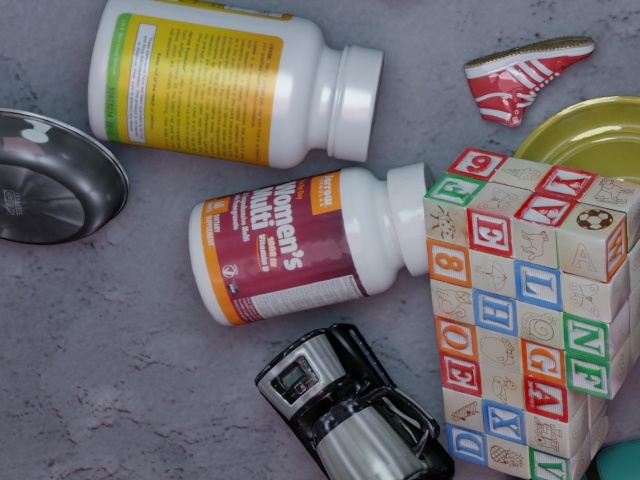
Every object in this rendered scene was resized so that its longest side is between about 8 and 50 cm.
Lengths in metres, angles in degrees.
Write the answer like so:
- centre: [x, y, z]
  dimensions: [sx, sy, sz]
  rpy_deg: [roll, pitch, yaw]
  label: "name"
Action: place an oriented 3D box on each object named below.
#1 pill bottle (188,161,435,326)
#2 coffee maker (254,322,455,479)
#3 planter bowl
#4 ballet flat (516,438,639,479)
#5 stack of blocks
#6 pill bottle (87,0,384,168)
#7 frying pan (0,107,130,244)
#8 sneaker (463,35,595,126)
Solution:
- centre: [0.000, 0.000, 1.545]
  dimensions: [0.221, 0.121, 0.121]
  rpy_deg: [-13, 108, 11]
  label: "pill bottle"
- centre: [0.032, 0.179, 1.595]
  dimensions: [0.120, 0.171, 0.178]
  rpy_deg: [-34, 72, -7]
  label: "coffee maker"
- centre: [0.270, -0.015, 1.526]
  dimensions: [0.217, 0.090, 0.217]
  rpy_deg: [2, 111, 6]
  label: "planter bowl"
- centre: [0.273, 0.241, 1.643]
  dimensions: [0.188, 0.070, 0.070]
  rpy_deg: [-14, 108, 14]
  label: "ballet flat"
- centre: [0.196, 0.078, 1.499]
  dimensions: [0.171, 0.087, 0.297]
  rpy_deg: [15, 131, 29]
  label: "stack of blocks"
- centre: [-0.072, -0.137, 1.494]
  dimensions: [0.246, 0.136, 0.136]
  rpy_deg: [9, 111, 3]
  label: "pill bottle"
- centre: [-0.331, -0.075, 1.527]
  dimensions: [0.326, 0.053, 0.197]
  rpy_deg: [20, 146, -19]
  label: "frying pan"
- centre: [0.193, -0.141, 1.513]
  dimensions: [0.118, 0.042, 0.067]
  rpy_deg: [-12, 105, 19]
  label: "sneaker"
